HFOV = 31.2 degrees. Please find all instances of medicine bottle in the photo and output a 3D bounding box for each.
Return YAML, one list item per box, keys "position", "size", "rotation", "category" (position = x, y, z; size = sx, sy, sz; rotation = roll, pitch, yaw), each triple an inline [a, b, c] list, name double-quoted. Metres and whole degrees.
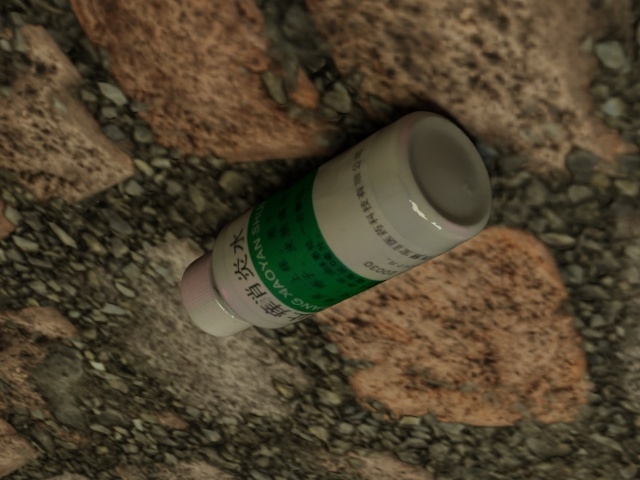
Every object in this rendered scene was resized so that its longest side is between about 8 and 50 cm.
- position: [0.000, 0.000, 0.816]
  size: [0.095, 0.095, 0.260]
  rotation: [42, 138, -18]
  category: "medicine bottle"
